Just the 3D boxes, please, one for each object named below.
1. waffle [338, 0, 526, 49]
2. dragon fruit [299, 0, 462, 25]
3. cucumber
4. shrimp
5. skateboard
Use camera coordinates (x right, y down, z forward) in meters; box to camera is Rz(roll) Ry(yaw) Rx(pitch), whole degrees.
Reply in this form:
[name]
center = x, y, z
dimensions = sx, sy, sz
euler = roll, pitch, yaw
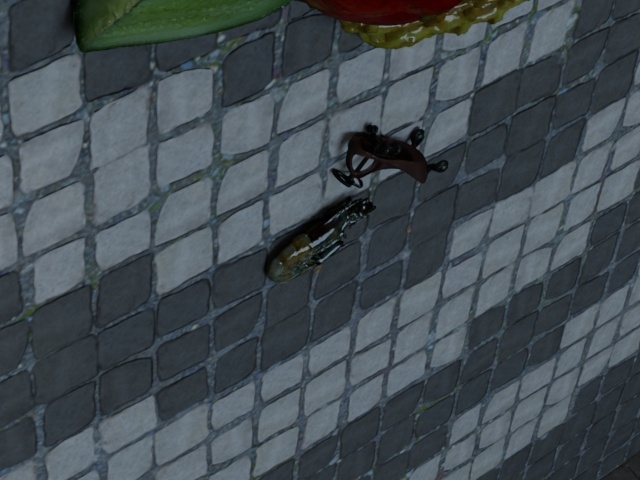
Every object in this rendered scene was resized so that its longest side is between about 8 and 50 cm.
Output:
[waffle]
center = 0.174, -0.301, 1.738
dimensions = 0.325, 0.068, 0.302
euler = -32, 163, 26
[dragon fruit]
center = 0.058, -0.312, 1.497
dimensions = 0.241, 0.252, 0.241
euler = 22, 64, -54
[cucumber]
center = -0.119, -0.242, 1.546
dimensions = 0.244, 0.063, 0.115
euler = -12, 164, -46
[shrimp]
center = 0.000, 0.000, 2.011
dimensions = 0.161, 0.034, 0.091
euler = -37, 160, -5
[skateboard]
center = 0.079, -0.098, 1.972
dimensions = 0.151, 0.067, 0.080
euler = 8, 130, -47
